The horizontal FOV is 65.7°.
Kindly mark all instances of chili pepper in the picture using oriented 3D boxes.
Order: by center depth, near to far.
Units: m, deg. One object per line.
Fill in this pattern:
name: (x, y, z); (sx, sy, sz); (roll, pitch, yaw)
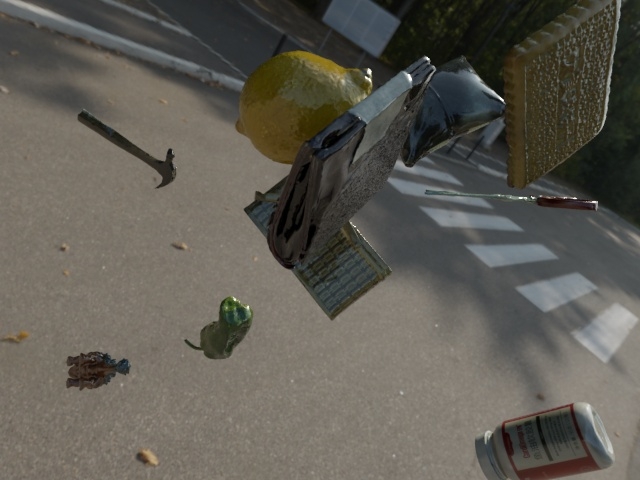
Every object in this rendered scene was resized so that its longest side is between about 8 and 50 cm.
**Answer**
chili pepper: (-0.167, 0.163, 0.845); (0.072, 0.204, 0.073); (-8, 66, -33)

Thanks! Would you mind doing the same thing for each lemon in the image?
lemon: (-0.029, -0.214, 0.810); (0.187, 0.244, 0.187); (-14, 90, -76)

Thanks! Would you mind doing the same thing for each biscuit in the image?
biscuit: (0.322, -0.187, 0.664); (0.029, 0.172, 0.254); (51, -5, 39)

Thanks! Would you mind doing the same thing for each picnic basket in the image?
picnic basket: (0.000, 0.000, 1.098); (0.313, 0.175, 0.228); (51, -1, 7)

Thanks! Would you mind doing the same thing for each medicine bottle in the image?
medicine bottle: (0.465, 0.433, 1.045); (0.131, 0.250, 0.131); (40, 35, -36)

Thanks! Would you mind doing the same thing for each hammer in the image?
hammer: (-0.447, -0.223, 1.135); (0.297, 0.125, 0.027); (33, 40, 13)

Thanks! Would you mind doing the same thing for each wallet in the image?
wallet: (0.038, -0.088, 0.640); (0.071, 0.262, 0.221); (43, 61, 12)

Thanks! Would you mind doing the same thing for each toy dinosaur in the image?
toy dinosaur: (-0.299, 0.173, 0.661); (0.055, 0.154, 0.049); (13, 69, -48)

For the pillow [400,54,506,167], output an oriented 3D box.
pillow: (0.228, -0.263, 0.975); (0.186, 0.250, 0.106); (58, -9, 25)

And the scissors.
scissors: (0.293, -0.069, 0.795); (0.247, 0.017, 0.144); (6, 8, 11)
